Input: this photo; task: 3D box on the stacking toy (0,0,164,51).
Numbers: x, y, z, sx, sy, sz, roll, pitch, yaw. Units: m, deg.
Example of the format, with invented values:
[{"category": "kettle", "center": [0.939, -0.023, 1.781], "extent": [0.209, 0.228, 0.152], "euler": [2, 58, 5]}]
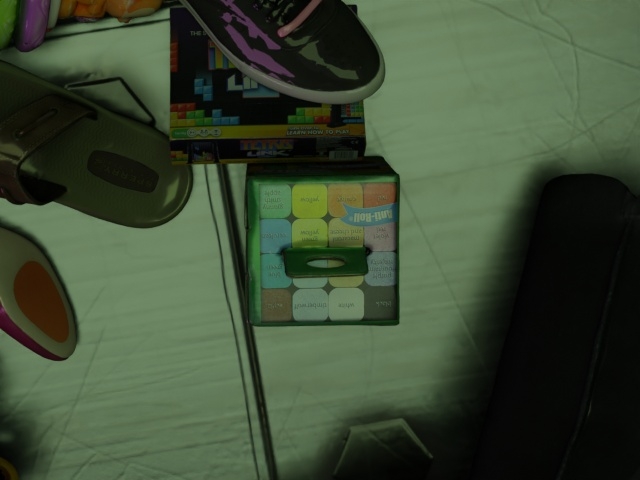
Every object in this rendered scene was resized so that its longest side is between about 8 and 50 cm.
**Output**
[{"category": "stacking toy", "center": [-0.284, -0.222, 1.360], "extent": [0.302, 0.175, 0.166], "euler": [5, 92, -17]}]

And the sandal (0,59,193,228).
[{"category": "sandal", "center": [-0.239, -0.080, 1.348], "extent": [0.302, 0.086, 0.120], "euler": [13, 105, -28]}]

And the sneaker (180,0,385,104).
[{"category": "sneaker", "center": [-0.064, -0.233, 1.312], "extent": [0.296, 0.147, 0.104], "euler": [42, 75, 12]}]

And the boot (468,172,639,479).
[{"category": "boot", "center": [0.157, 0.148, 1.366], "extent": [0.367, 0.146, 0.445], "euler": [13, 80, 26]}]

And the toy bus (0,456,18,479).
[{"category": "toy bus", "center": [-0.314, 0.229, 1.377], "extent": [0.104, 0.202, 0.191], "euler": [24, 100, -7]}]

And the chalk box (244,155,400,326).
[{"category": "chalk box", "center": [0.000, 0.000, 1.354], "extent": [0.132, 0.213, 0.132], "euler": [0, 97, -3]}]

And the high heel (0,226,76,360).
[{"category": "high heel", "center": [-0.329, 0.028, 1.425], "extent": [0.117, 0.082, 0.244], "euler": [-24, 118, 36]}]

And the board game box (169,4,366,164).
[{"category": "board game box", "center": [-0.048, -0.138, 1.384], "extent": [0.170, 0.048, 0.141], "euler": [-2, 64, -3]}]
